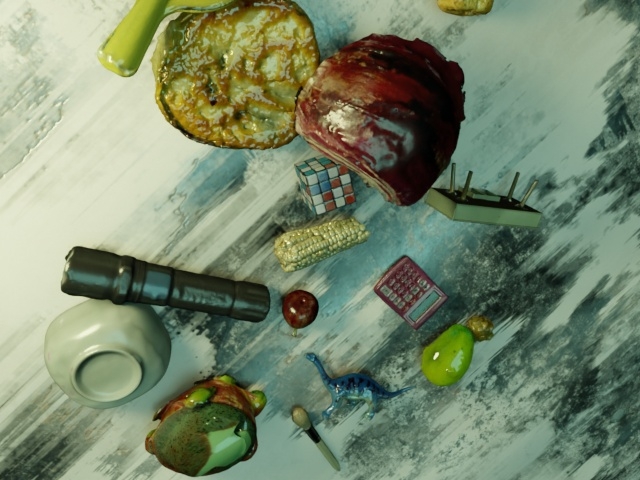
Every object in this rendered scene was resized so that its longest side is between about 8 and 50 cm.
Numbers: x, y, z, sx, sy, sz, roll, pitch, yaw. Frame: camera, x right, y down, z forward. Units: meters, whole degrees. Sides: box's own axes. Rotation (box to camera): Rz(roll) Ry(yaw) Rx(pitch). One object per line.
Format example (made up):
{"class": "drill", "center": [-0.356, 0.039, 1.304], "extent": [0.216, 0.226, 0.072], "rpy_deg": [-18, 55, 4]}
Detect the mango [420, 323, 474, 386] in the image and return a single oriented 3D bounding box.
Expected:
{"class": "mango", "center": [0.349, 0.311, 1.348], "extent": [0.119, 0.100, 0.178], "rpy_deg": [30, 93, -25]}

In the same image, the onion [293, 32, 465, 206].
{"class": "onion", "center": [0.124, -0.225, 0.877], "extent": [0.314, 0.146, 0.280], "rpy_deg": [31, 101, -11]}

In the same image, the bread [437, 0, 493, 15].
{"class": "bread", "center": [0.285, -0.541, 0.950], "extent": [0.114, 0.083, 0.211], "rpy_deg": [-4, 114, -23]}

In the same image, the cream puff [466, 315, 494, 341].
{"class": "cream puff", "center": [0.438, 0.239, 1.374], "extent": [0.083, 0.083, 0.058], "rpy_deg": [34, 54, -18]}

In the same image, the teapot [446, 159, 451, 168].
{"class": "teapot", "center": [0.188, -0.231, 1.034], "extent": [0.294, 0.129, 0.193], "rpy_deg": [39, 97, -27]}

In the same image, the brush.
{"class": "brush", "center": [-0.006, 0.554, 1.371], "extent": [0.042, 0.039, 0.299], "rpy_deg": [-53, 131, -37]}

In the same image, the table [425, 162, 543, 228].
{"class": "table", "center": [0.387, -0.107, 1.160], "extent": [0.240, 0.121, 0.111], "rpy_deg": [4, 112, -21]}

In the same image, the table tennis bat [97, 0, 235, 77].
{"class": "table tennis bat", "center": [-0.229, -0.415, 0.783], "extent": [0.224, 0.054, 0.369], "rpy_deg": [28, 84, -6]}

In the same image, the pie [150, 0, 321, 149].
{"class": "pie", "center": [-0.140, -0.297, 0.913], "extent": [0.315, 0.092, 0.315], "rpy_deg": [-9, 120, -15]}

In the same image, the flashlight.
{"class": "flashlight", "center": [-0.299, 0.096, 1.034], "extent": [0.424, 0.103, 0.103], "rpy_deg": [13, 108, -26]}

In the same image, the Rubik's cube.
{"class": "Rubik's cube", "center": [0.009, -0.119, 1.038], "extent": [0.092, 0.092, 0.092], "rpy_deg": [-20, 118, -9]}

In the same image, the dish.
{"class": "dish", "center": [-0.435, 0.244, 1.034], "extent": [0.256, 0.117, 0.256], "rpy_deg": [-8, 115, -17]}

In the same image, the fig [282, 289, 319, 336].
{"class": "fig", "center": [-0.051, 0.174, 1.168], "extent": [0.088, 0.089, 0.125], "rpy_deg": [-4, 141, -18]}

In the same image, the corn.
{"class": "corn", "center": [0.000, 0.000, 1.100], "extent": [0.210, 0.087, 0.087], "rpy_deg": [-22, 119, -16]}

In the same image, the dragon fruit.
{"class": "dragon fruit", "center": [-0.262, 0.449, 1.186], "extent": [0.295, 0.130, 0.268], "rpy_deg": [-27, 114, -6]}

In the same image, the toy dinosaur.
{"class": "toy dinosaur", "center": [0.083, 0.398, 1.310], "extent": [0.329, 0.076, 0.144], "rpy_deg": [21, 98, -15]}

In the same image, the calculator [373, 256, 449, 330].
{"class": "calculator", "center": [0.229, 0.133, 1.265], "extent": [0.126, 0.034, 0.190], "rpy_deg": [-45, 114, 5]}
